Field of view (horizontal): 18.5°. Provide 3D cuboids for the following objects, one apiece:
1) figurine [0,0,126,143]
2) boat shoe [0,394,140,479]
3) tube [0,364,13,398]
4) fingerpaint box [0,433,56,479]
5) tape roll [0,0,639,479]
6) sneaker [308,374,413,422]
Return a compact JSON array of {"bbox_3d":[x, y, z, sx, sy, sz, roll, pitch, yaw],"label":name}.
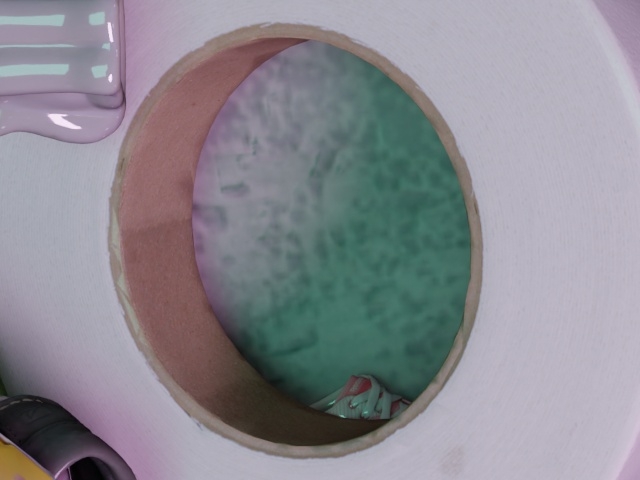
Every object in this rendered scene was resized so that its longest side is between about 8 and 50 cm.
[{"bbox_3d":[-0.196,-0.148,0.895,0.209,0.092,0.215,-1,98,-3],"label":"figurine"},{"bbox_3d":[-0.111,0.236,0.962,0.095,0.112,0.335,7,117,48],"label":"boat shoe"},{"bbox_3d":[-0.161,0.119,1.052,0.062,0.070,0.240,-23,97,-26],"label":"tube"},{"bbox_3d":[-0.401,0.117,0.927,0.445,0.163,0.371,41,121,9],"label":"fingerpaint box"},{"bbox_3d":[0.000,0.000,0.947,0.392,0.072,0.392,4,99,29],"label":"tape roll"},{"bbox_3d":[0.046,0.101,1.011,0.134,0.051,0.070,-13,100,20],"label":"sneaker"}]
